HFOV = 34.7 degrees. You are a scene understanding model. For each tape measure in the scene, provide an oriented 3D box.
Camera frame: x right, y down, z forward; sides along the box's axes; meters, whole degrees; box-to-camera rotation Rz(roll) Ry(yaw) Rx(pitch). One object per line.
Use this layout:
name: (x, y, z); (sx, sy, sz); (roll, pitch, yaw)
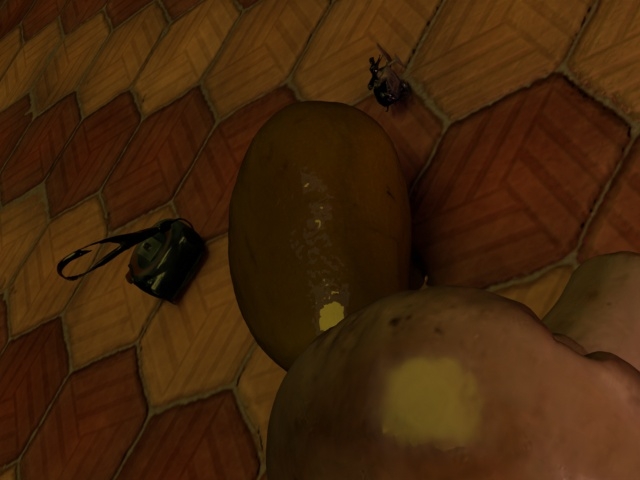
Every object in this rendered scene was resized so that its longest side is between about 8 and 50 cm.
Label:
tape measure: (-0.230, 0.007, 1.221); (0.107, 0.180, 0.104); (19, 92, 54)

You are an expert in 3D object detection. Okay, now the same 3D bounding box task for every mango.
mango: (-0.006, 0.002, 0.976); (0.195, 0.142, 0.332); (-33, 41, 35)

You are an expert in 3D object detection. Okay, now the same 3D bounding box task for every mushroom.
mushroom: (0.126, 0.116, 0.626); (0.292, 0.292, 0.290); (-7, 38, 47)

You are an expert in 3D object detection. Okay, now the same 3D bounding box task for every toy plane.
toy plane: (0.072, -0.179, 1.126); (0.031, 0.049, 0.121); (-35, 21, 25)
